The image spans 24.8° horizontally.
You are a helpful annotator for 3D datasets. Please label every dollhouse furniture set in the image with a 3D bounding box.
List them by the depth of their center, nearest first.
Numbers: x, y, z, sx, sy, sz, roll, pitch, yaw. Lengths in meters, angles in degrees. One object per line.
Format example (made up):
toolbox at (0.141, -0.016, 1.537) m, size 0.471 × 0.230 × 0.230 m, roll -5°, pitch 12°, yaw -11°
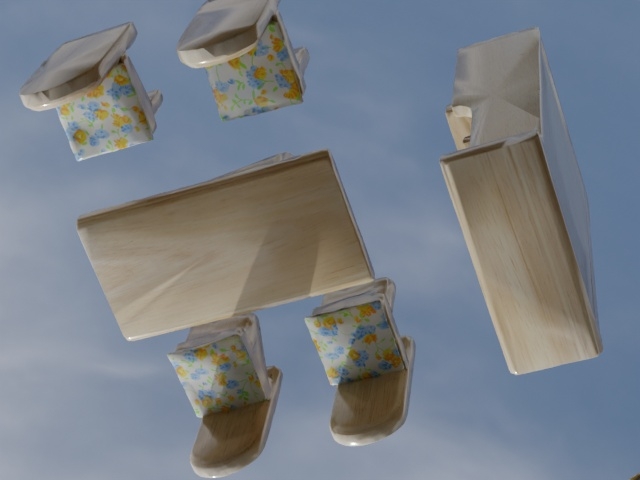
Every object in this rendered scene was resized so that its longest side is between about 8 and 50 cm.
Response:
dollhouse furniture set at (0.000, 0.000, 1.125) m, size 0.394 × 0.362 × 0.256 m, roll -15°, pitch -157°, yaw 14°

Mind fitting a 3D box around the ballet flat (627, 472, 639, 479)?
ballet flat at (0.158, 0.053, 0.515) m, size 0.173 × 0.057 × 0.049 m, roll -36°, pitch -99°, yaw -14°
